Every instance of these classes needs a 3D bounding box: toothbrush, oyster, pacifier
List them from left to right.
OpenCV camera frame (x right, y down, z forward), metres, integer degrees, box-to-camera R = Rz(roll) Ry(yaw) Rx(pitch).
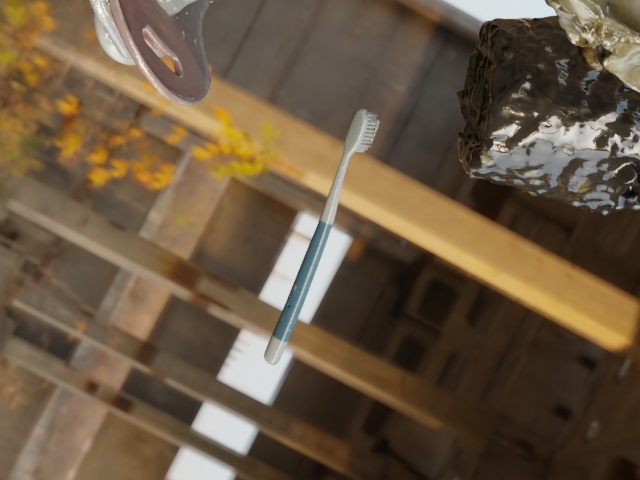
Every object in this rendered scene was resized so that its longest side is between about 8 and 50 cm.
[{"bbox_3d":[-0.186,-0.329,1.875,0.220,0.273,0.332,106,-16,-55],"label":"pacifier"},{"bbox_3d":[0.000,0.000,1.431,0.019,0.025,0.275,37,-66,42],"label":"toothbrush"},{"bbox_3d":[0.232,-0.209,1.215,0.107,0.233,0.161,-11,-130,45],"label":"oyster"}]

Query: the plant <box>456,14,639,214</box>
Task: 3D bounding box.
[{"bbox_3d":[0.299,-0.117,1.437,0.194,0.321,0.181,112,-16,-62],"label":"plant"}]
